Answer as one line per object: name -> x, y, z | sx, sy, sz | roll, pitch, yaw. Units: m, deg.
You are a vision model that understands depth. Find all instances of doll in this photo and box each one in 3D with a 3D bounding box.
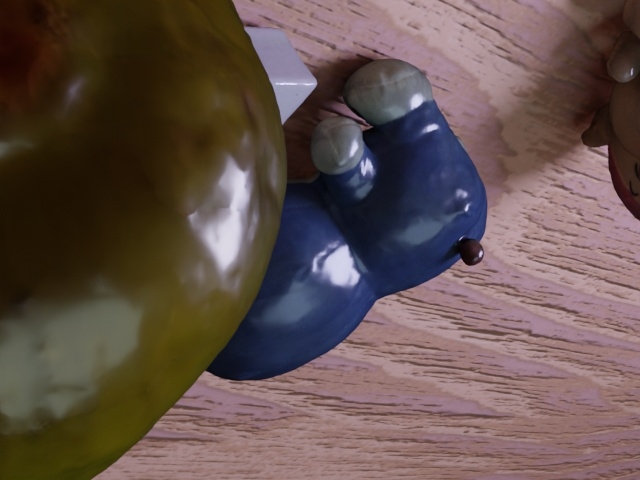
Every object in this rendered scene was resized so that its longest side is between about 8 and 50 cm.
doll -> 0.000, 0.000, 1.225 | 0.258, 0.154, 0.228 | -28, 157, 3
doll -> 0.312, -0.102, 1.335 | 0.152, 0.196, 0.256 | -22, 145, -23

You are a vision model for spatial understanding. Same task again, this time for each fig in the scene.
fig -> -0.190, -0.025, 0.771 | 0.343, 0.343, 0.343 | -26, 152, -15

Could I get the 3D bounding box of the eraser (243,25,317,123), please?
eraser -> -0.112, -0.077, 1.026 | 0.210, 0.068, 0.124 | -6, 145, -52
